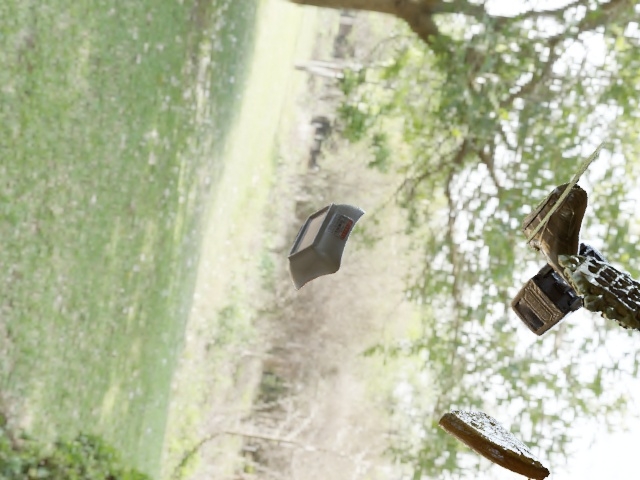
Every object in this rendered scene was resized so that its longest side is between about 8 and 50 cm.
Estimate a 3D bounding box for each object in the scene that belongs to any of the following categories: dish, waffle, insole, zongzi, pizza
[{"bbox_3d":[0.000,0.000,2.093,0.151,0.077,0.212,-29,-155,42],"label":"dish"},{"bbox_3d":[0.599,0.106,1.892,0.054,0.204,0.223,-60,-159,27],"label":"waffle"},{"bbox_3d":[0.480,-0.093,1.831,0.253,0.005,0.086,-55,175,12],"label":"insole"},{"bbox_3d":[0.548,-0.012,2.062,0.197,0.099,0.194,61,-28,22],"label":"zongzi"},{"bbox_3d":[0.251,0.297,1.388,0.041,0.178,0.131,-61,-167,11],"label":"pizza"}]

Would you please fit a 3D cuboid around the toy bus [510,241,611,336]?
[{"bbox_3d":[0.621,0.124,2.367,0.290,0.139,0.157,-26,159,-42],"label":"toy bus"}]
